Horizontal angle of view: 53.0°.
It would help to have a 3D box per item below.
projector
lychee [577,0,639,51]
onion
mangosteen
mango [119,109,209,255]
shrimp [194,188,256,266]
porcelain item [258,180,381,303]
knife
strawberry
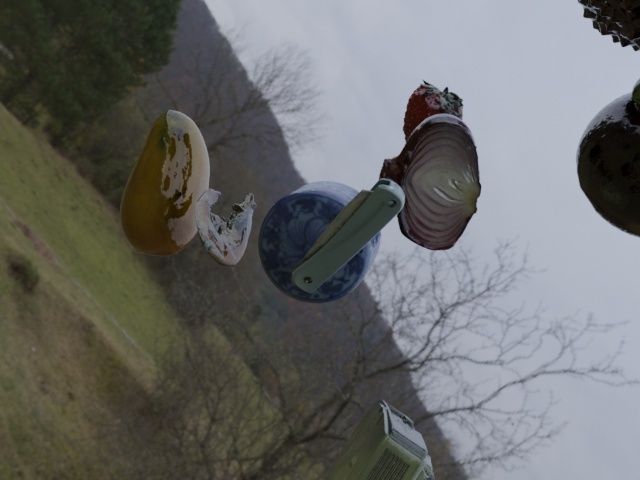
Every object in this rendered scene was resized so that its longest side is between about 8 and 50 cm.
[{"bbox_3d":[0.063,0.322,0.857,0.088,0.193,0.269,34,-4,5],"label":"projector"},{"bbox_3d":[0.665,-0.550,1.165,0.424,0.425,0.500,58,25,-13],"label":"lychee"},{"bbox_3d":[0.166,-0.095,0.978,0.098,0.151,0.205,-70,172,-66],"label":"onion"},{"bbox_3d":[0.659,-0.167,1.210,0.306,0.306,0.359,55,-26,21],"label":"mangosteen"},{"bbox_3d":[-0.332,-0.121,1.404,0.173,0.317,0.211,14,4,8],"label":"mango"},{"bbox_3d":[-0.186,-0.049,1.294,0.143,0.052,0.251,57,21,-23],"label":"shrimp"},{"bbox_3d":[0.000,0.000,0.829,0.147,0.147,0.114,57,17,-2],"label":"porcelain item"},{"bbox_3d":[0.023,-0.003,0.648,0.044,0.162,0.023,32,34,-19],"label":"knife"},{"bbox_3d":[0.234,-0.256,1.362,0.131,0.131,0.148,56,-32,17],"label":"strawberry"}]
